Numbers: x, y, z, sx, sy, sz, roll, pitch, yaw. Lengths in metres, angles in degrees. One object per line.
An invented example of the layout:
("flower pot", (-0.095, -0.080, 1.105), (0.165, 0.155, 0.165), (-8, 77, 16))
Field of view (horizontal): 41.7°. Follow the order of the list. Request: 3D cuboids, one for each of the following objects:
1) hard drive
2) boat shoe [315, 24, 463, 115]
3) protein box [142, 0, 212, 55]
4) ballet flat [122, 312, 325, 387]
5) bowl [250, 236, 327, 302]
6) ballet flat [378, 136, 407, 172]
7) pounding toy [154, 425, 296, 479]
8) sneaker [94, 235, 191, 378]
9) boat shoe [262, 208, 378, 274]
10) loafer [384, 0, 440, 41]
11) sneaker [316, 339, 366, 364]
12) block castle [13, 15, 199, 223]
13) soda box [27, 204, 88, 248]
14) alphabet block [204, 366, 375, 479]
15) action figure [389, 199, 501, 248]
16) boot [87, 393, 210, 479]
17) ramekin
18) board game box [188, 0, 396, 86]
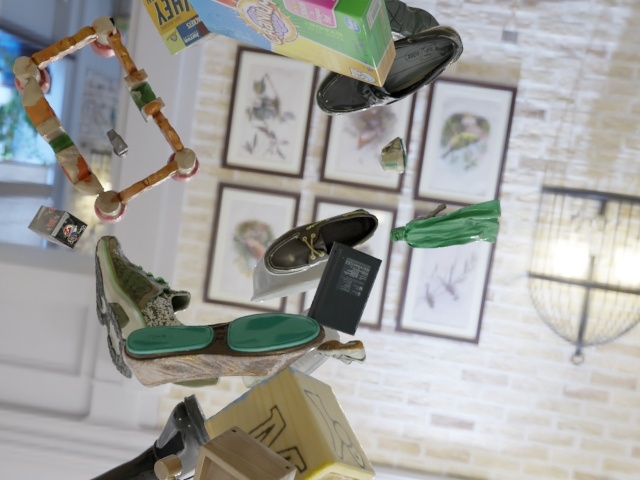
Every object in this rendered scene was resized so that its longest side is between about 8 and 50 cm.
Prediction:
("hard drive", (0.039, 0.080, 1.363), (0.094, 0.135, 0.022), (22, 177, -33))
("boat shoe", (0.144, -0.352, 1.783), (0.339, 0.127, 0.113), (-18, -161, 9))
("protein box", (-0.254, -0.514, 1.709), (0.136, 0.201, 0.200), (-21, -166, 31))
("ballet flat", (-0.145, 0.179, 1.309), (0.315, 0.106, 0.108), (-3, -148, 6))
("bowl", (-0.045, 0.052, 2.063), (0.297, 0.134, 0.298), (-15, 173, -2))
("ballet flat", (0.134, -0.161, 1.568), (0.052, 0.057, 0.168), (-6, -168, 7))
("pounding toy", (-0.156, 0.386, 1.315), (0.206, 0.181, 0.094), (27, -154, 27))
("sneaker", (-0.370, 0.128, 1.766), (0.182, 0.158, 0.410), (-5, -144, -23))
("boat shoe", (0.000, 0.000, 1.557), (0.227, 0.081, 0.068), (-24, -178, -13))
("loafer", (0.184, -0.482, 1.890), (0.084, 0.096, 0.267), (14, 180, 39))
("sneaker", (0.031, 0.171, 1.256), (0.083, 0.037, 0.032), (-3, -152, 38))
("block castle", (-0.530, -0.292, 2.081), (0.303, 0.453, 0.213), (-32, -175, -11))
("soda box", (-0.523, -0.028, 1.664), (0.053, 0.060, 0.169), (37, 165, -32))
("alphabet block", (-0.052, 0.367, 1.473), (0.192, 0.193, 0.197), (36, -160, -55))
("action figure", (0.262, -0.030, 1.793), (0.232, 0.137, 0.064), (-10, -135, -2))
("boot", (-0.448, 0.532, 1.880), (0.445, 0.146, 0.367), (-22, 151, -15))
("ramekin", (-0.047, 0.257, 1.986), (0.109, 0.207, 0.207), (49, -164, 12))
("board game box", (-0.054, -0.347, 1.245), (0.316, 0.064, 0.242), (21, 173, 15))
